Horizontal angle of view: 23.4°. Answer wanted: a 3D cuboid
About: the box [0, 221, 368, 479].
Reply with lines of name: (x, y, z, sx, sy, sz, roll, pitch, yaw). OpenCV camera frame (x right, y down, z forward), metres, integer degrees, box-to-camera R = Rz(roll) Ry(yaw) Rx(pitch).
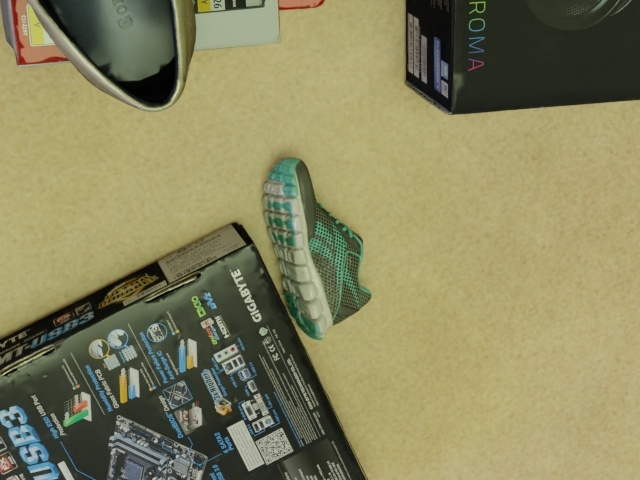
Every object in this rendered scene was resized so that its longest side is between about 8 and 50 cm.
box: (-0.136, 0.177, 1.352, 0.293, 0.073, 0.295, -27, 113, -4)

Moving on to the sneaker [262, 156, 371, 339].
sneaker: (0.000, 0.000, 1.344, 0.076, 0.065, 0.166, -23, 117, -24)

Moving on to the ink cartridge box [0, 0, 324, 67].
ink cartridge box: (-0.115, -0.305, 1.165, 0.272, 0.130, 0.309, -8, 110, -14)

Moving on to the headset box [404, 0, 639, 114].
headset box: (0.221, -0.243, 1.275, 0.283, 0.131, 0.246, -5, 110, -14)

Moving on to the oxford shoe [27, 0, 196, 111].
oxford shoe: (-0.178, -0.259, 0.989, 0.140, 0.146, 0.397, -32, 121, -1)
